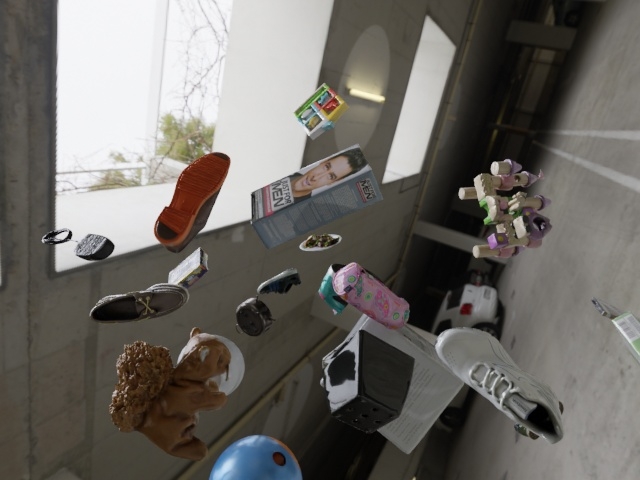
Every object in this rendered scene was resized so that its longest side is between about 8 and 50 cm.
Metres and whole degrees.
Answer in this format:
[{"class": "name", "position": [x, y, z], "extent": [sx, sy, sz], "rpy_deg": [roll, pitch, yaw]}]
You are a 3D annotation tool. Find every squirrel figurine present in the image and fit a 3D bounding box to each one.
[{"class": "squirrel figurine", "position": [-0.506, 0.487, 1.491], "extent": [0.371, 0.396, 0.281], "rpy_deg": [-64, 23, 4]}]

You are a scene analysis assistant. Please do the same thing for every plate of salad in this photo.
[{"class": "plate of salad", "position": [0.000, 0.000, 1.984], "extent": [0.200, 0.199, 0.048], "rpy_deg": [-37, -59, -54]}]

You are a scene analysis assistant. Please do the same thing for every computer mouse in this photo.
[{"class": "computer mouse", "position": [-0.597, 0.012, 1.063], "extent": [0.071, 0.241, 0.041], "rpy_deg": [-62, -32, -31]}]

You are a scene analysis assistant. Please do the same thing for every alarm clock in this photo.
[{"class": "alarm clock", "position": [-0.248, 0.283, 1.520], "extent": [0.192, 0.129, 0.064], "rpy_deg": [-42, -6, 37]}]

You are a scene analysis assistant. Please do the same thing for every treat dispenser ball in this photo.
[{"class": "treat dispenser ball", "position": [-0.196, 0.750, 1.310], "extent": [0.288, 0.288, 0.288], "rpy_deg": [-50, -28, -40]}]

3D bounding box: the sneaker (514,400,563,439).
[{"class": "sneaker", "position": [0.750, 0.612, 1.494], "extent": [0.192, 0.064, 0.086], "rpy_deg": [-26, 2, -26]}]

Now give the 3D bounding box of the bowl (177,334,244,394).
[{"class": "bowl", "position": [-0.482, 0.570, 1.849], "extent": [0.134, 0.297, 0.298], "rpy_deg": [-118, 46, -83]}]

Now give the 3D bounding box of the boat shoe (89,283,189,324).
[{"class": "boat shoe", "position": [-0.626, 0.226, 1.495], "extent": [0.097, 0.323, 0.117], "rpy_deg": [-112, 14, -81]}]

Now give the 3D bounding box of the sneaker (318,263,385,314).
[{"class": "sneaker", "position": [0.104, 0.196, 1.612], "extent": [0.295, 0.124, 0.179], "rpy_deg": [16, -63, -42]}]

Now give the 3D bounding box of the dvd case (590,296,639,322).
[{"class": "dvd case", "position": [1.039, 0.268, 1.442], "extent": [0.164, 0.221, 0.018], "rpy_deg": [-27, -39, -67]}]

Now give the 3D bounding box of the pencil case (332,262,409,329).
[{"class": "pencil case", "position": [0.169, 0.181, 1.390], "extent": [0.284, 0.124, 0.124], "rpy_deg": [38, -110, -30]}]

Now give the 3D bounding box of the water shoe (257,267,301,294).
[{"class": "water shoe", "position": [-0.170, 0.187, 1.736], "extent": [0.203, 0.080, 0.073], "rpy_deg": [-31, -11, 25]}]

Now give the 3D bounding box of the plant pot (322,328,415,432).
[{"class": "plant pot", "position": [0.117, 0.374, 1.107], "extent": [0.187, 0.188, 0.167], "rpy_deg": [-48, 18, 35]}]

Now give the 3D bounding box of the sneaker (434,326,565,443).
[{"class": "sneaker", "position": [0.363, 0.280, 0.855], "extent": [0.111, 0.297, 0.129], "rpy_deg": [-57, -4, 12]}]

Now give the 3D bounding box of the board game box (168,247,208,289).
[{"class": "board game box", "position": [-0.516, 0.123, 1.681], "extent": [0.170, 0.141, 0.048], "rpy_deg": [-39, -58, 7]}]

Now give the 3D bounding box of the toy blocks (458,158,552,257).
[{"class": "toy blocks", "position": [0.663, -0.107, 1.412], "extent": [0.309, 0.259, 0.289], "rpy_deg": [118, 147, -70]}]

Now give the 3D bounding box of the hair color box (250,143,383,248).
[{"class": "hair color box", "position": [-0.021, -0.135, 1.297], "extent": [0.185, 0.374, 0.114], "rpy_deg": [-104, -11, -53]}]

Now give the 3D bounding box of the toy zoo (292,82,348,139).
[{"class": "toy zoo", "position": [0.001, -0.523, 1.754], "extent": [0.192, 0.293, 0.030], "rpy_deg": [-41, -49, 9]}]

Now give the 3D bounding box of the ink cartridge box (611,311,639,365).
[{"class": "ink cartridge box", "position": [0.838, 0.302, 1.089], "extent": [0.056, 0.171, 0.235], "rpy_deg": [-37, -51, 21]}]

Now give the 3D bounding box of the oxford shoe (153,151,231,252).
[{"class": "oxford shoe", "position": [-0.399, -0.126, 1.375], "extent": [0.364, 0.129, 0.133], "rpy_deg": [-61, -10, -22]}]

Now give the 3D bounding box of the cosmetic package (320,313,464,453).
[{"class": "cosmetic package", "position": [0.262, 0.494, 1.632], "extent": [0.328, 0.393, 0.329], "rpy_deg": [-54, -7, 5]}]
